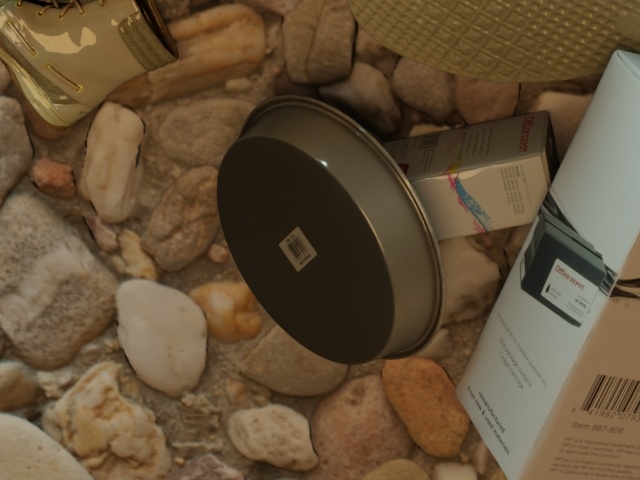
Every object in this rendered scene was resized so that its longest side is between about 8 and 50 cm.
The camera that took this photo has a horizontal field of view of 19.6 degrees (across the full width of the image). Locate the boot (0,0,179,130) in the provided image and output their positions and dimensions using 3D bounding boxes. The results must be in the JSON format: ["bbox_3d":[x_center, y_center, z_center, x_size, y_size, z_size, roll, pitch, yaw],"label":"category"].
[{"bbox_3d":[-0.258,-0.232,1.858,0.165,0.077,0.213,-28,110,20],"label":"boot"}]

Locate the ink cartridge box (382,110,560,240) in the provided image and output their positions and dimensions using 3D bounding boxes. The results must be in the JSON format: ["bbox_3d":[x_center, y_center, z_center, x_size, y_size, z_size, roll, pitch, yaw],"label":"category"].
[{"bbox_3d":[0.145,-0.059,1.829,0.175,0.127,0.072,-10,111,14],"label":"ink cartridge box"}]

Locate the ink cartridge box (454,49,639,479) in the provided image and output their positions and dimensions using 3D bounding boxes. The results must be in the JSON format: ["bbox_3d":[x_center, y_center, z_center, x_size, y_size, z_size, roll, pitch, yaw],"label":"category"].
[{"bbox_3d":[0.344,0.046,1.757,0.285,0.166,0.395,9,118,-27],"label":"ink cartridge box"}]

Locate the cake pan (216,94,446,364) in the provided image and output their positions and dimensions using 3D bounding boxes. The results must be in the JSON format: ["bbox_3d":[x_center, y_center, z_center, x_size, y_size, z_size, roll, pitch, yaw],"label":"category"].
[{"bbox_3d":[0.000,0.000,1.828,0.293,0.054,0.293,33,140,33],"label":"cake pan"}]

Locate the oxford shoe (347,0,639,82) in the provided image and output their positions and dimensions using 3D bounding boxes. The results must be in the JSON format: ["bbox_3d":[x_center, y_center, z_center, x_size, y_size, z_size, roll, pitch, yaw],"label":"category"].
[{"bbox_3d":[0.243,-0.245,1.745,0.449,0.130,0.169,-2,144,24],"label":"oxford shoe"}]
